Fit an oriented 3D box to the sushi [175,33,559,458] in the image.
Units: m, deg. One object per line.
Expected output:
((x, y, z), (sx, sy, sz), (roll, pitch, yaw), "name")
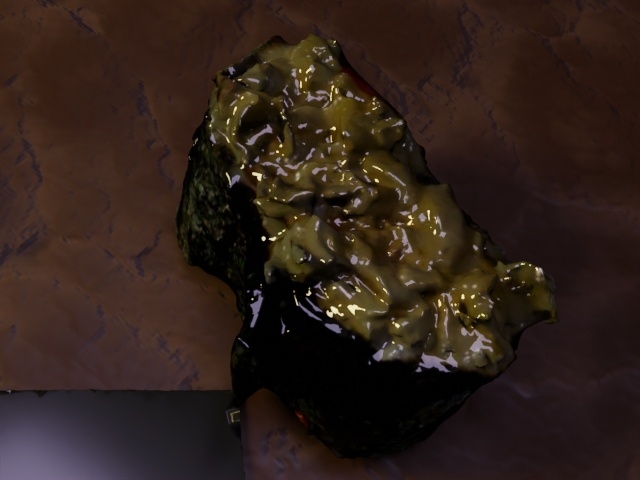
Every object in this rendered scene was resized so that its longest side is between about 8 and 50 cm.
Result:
((0.000, 0.000, 0.475), (0.147, 0.115, 0.212), (-19, 65, -26), "sushi")

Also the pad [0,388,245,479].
((-0.149, 0.140, 0.410), (0.243, 0.004, 0.164), (1, 57, -14), "pad")
